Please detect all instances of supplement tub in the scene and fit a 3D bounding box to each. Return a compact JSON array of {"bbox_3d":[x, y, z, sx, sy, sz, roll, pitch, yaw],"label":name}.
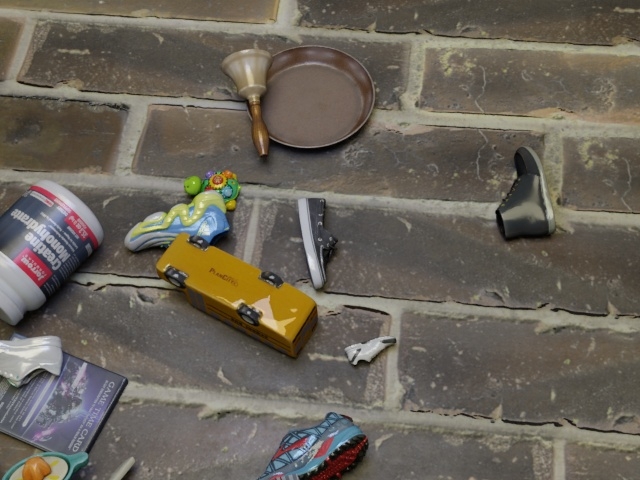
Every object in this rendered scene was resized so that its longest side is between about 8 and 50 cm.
[{"bbox_3d":[-0.611,0.023,1.913,0.191,0.191,0.272,31,65,19],"label":"supplement tub"}]

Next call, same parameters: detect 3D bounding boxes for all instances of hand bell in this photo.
[{"bbox_3d":[-0.149,-0.305,2.097,0.126,0.126,0.242,-11,72,-4],"label":"hand bell"}]

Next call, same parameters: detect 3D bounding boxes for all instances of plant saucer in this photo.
[{"bbox_3d":[-0.024,-0.337,2.181,0.310,0.050,0.311,-1,59,2],"label":"plant saucer"}]

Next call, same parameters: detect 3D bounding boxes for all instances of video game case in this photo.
[{"bbox_3d":[-0.555,0.317,1.837,0.274,0.026,0.196,20,62,12],"label":"video game case"}]

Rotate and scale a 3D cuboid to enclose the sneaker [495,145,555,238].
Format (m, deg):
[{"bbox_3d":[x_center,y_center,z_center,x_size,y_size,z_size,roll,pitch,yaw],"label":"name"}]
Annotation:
[{"bbox_3d":[0.436,-0.110,2.010,0.118,0.083,0.222,-8,61,-2],"label":"sneaker"}]

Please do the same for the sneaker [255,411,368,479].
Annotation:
[{"bbox_3d":[-0.041,0.423,1.729,0.261,0.104,0.125,-29,40,-13],"label":"sneaker"}]

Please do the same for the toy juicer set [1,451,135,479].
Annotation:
[{"bbox_3d":[-0.521,0.458,1.653,0.328,0.090,0.209,-7,24,2],"label":"toy juicer set"}]

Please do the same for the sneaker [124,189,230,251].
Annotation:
[{"bbox_3d":[-0.305,-0.010,1.980,0.240,0.091,0.126,-28,79,4],"label":"sneaker"}]

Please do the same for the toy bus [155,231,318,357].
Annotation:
[{"bbox_3d":[-0.173,0.110,1.880,0.332,0.130,0.108,25,65,16],"label":"toy bus"}]

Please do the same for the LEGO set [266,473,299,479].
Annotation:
[{"bbox_3d":[-0.102,0.557,1.565,0.192,0.255,0.331,-4,55,-30],"label":"LEGO set"}]

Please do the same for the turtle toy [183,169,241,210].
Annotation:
[{"bbox_3d":[-0.243,-0.120,2.053,0.130,0.066,0.095,-2,60,1],"label":"turtle toy"}]

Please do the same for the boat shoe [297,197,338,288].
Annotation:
[{"bbox_3d":[0.000,0.000,1.973,0.076,0.080,0.229,-9,52,-1],"label":"boat shoe"}]

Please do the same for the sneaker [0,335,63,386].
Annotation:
[{"bbox_3d":[-0.626,0.252,1.825,0.212,0.080,0.094,-8,71,-4],"label":"sneaker"}]

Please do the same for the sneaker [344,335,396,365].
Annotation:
[{"bbox_3d":[0.106,0.225,1.860,0.109,0.040,0.044,-17,77,-4],"label":"sneaker"}]
